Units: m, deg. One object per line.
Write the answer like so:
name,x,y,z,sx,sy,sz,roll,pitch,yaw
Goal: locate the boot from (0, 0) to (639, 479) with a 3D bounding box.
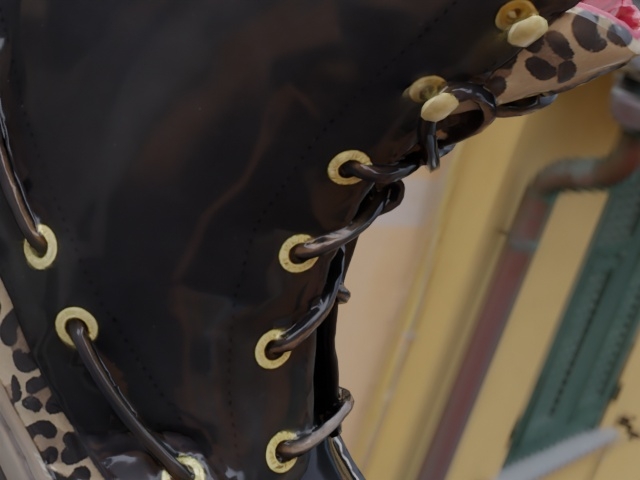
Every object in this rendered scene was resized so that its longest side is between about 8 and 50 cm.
boot,0.000,0.000,0.609,0.377,0.284,0.138,51,21,1
